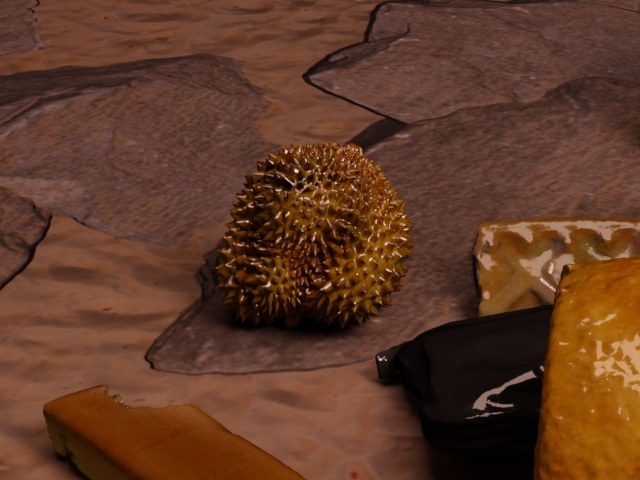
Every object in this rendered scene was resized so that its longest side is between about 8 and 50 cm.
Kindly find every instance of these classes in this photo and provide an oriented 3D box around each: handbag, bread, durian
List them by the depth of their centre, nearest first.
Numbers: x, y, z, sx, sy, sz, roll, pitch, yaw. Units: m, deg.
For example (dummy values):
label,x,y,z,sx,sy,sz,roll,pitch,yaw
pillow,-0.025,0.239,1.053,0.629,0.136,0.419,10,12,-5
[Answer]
label,x,y,z,sx,sy,sz,roll,pitch,yaw
bread,0.202,0.126,0.962,0.146,0.268,0.268,3,27,11
bread,-0.094,0.160,1.091,0.088,0.049,0.226,-21,34,-36
handbag,0.213,0.094,1.183,0.332,0.075,0.191,-9,17,-3
durian,0.000,0.000,1.301,0.158,0.168,0.137,15,8,-11
bread,0.246,0.022,1.336,0.232,0.088,0.128,4,37,3

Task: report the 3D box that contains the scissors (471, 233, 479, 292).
label,x,y,z,sx,sy,sz,roll,pitch,yaw
scissors,0.153,0.020,1.411,0.039,0.012,0.113,0,27,-4
